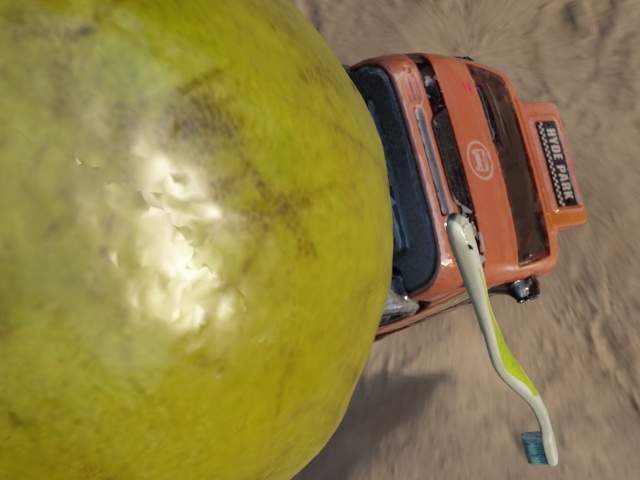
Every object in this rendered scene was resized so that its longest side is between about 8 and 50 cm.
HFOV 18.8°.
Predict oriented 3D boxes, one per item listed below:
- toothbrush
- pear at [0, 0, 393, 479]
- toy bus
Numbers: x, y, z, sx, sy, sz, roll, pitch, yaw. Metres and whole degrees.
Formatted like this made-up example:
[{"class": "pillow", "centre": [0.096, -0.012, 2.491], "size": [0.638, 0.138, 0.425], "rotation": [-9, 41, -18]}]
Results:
[{"class": "toothbrush", "centre": [0.126, 0.072, 1.308], "size": [0.026, 0.022, 0.263], "rotation": [-5, 136, 18]}, {"class": "pear", "centre": [-0.127, -0.020, 0.732], "size": [0.287, 0.375, 0.287], "rotation": [-13, 56, 20]}, {"class": "toy bus", "centre": [0.000, 0.000, 1.588], "size": [0.427, 0.233, 0.203], "rotation": [-24, 77, 47]}]
